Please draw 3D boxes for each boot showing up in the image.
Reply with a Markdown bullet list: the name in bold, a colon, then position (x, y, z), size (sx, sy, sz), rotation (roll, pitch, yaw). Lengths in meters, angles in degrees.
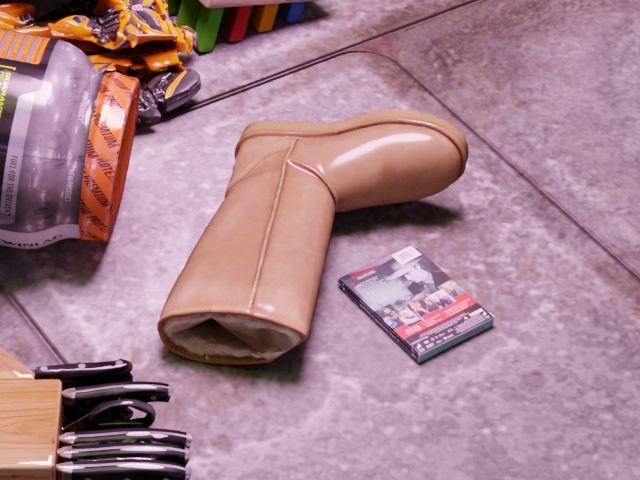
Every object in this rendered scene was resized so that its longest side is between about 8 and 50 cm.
- **boot**: position (0.000, 0.000, 1.778), size (0.236, 0.089, 0.269), rotation (-3, 39, 18)

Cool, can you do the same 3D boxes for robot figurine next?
- **robot figurine**: position (-0.261, -0.186, 1.971), size (0.291, 0.085, 0.211), rotation (-12, 45, -16)

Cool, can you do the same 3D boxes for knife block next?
- **knife block**: position (-0.247, 0.184, 1.559), size (0.242, 0.088, 0.275), rotation (32, 49, 29)

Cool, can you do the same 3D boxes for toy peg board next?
- **toy peg board**: position (-0.099, -0.268, 2.094), size (0.160, 0.079, 0.161), rotation (-9, 42, -36)

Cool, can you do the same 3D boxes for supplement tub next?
- **supplement tub**: position (-0.330, -0.101, 1.779), size (0.316, 0.193, 0.193), rotation (11, 42, -1)

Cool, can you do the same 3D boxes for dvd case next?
- **dvd case**: position (0.085, 0.055, 1.778), size (0.087, 0.013, 0.119), rotation (-25, 50, -28)
